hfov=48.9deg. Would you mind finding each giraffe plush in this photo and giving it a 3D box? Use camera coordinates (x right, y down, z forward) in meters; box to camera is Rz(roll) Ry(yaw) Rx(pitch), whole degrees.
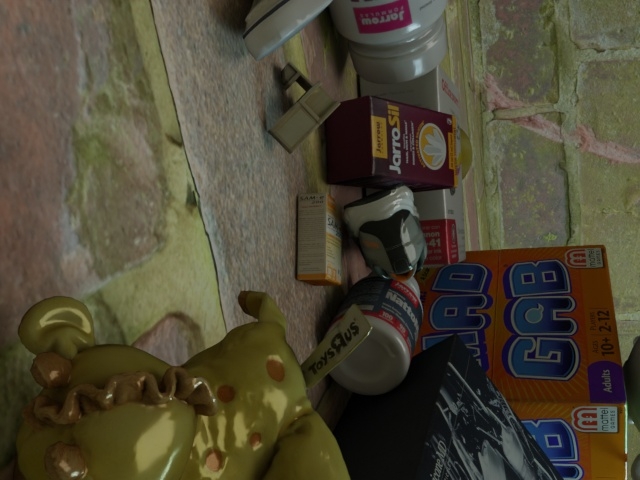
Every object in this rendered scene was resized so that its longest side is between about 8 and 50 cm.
[{"bbox_3d":[-0.084,0.116,0.379,0.170,0.181,0.210,10,110,-47],"label":"giraffe plush"}]

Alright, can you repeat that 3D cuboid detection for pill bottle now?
[{"bbox_3d":[0.076,-0.354,0.896,0.283,0.160,0.160,68,27,-44],"label":"pill bottle"},{"bbox_3d":[0.075,0.105,0.905,0.180,0.108,0.108,-56,139,-61],"label":"pill bottle"}]

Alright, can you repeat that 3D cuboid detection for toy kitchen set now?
[{"bbox_3d":[-0.035,-0.139,0.751,0.068,0.075,0.083,45,-9,-9],"label":"toy kitchen set"}]

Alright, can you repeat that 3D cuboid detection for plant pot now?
[{"bbox_3d":[0.202,-0.160,1.305,0.095,0.134,0.134,-3,90,-60],"label":"plant pot"}]

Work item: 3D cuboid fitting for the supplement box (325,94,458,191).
[{"bbox_3d":[0.098,-0.123,0.940,0.188,0.081,0.104,1,86,-45],"label":"supplement box"}]

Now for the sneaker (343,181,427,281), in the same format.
[{"bbox_3d":[0.088,0.004,0.907,0.271,0.100,0.108,22,48,-80],"label":"sneaker"}]

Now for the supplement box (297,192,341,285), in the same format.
[{"bbox_3d":[0.000,0.000,0.809,0.062,0.036,0.098,28,60,-70],"label":"supplement box"}]

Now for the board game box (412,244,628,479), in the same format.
[{"bbox_3d":[0.319,0.260,1.213,0.356,0.356,0.356,-68,149,-51],"label":"board game box"}]

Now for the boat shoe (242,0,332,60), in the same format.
[{"bbox_3d":[-0.028,-0.269,0.695,0.088,0.096,0.267,47,42,-20],"label":"boat shoe"}]

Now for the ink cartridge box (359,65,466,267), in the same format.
[{"bbox_3d":[0.156,-0.110,1.146,0.226,0.131,0.306,-3,92,-71],"label":"ink cartridge box"}]

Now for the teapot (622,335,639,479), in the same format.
[{"bbox_3d":[0.534,0.234,1.037,0.256,0.187,0.252,10,56,-45],"label":"teapot"}]

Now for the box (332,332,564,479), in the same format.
[{"bbox_3d":[0.153,0.333,0.798,0.312,0.179,0.343,52,24,-4],"label":"box"}]
